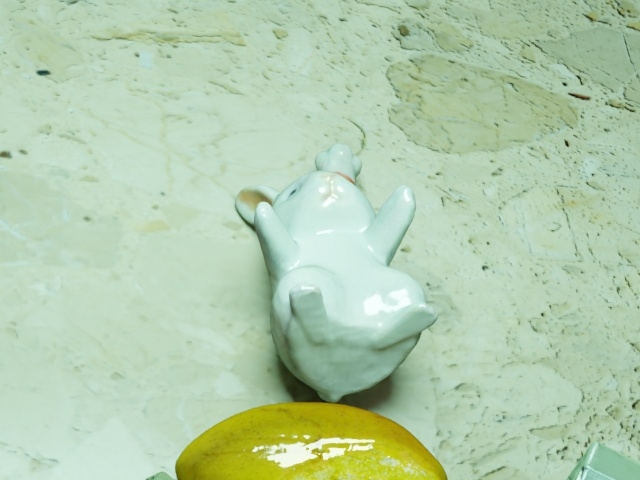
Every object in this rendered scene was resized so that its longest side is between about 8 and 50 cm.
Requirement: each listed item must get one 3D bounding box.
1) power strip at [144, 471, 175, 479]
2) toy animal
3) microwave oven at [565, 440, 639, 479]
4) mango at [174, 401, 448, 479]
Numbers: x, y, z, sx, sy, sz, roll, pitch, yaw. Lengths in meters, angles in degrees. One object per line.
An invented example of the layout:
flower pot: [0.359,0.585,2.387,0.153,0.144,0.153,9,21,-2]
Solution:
power strip: [-0.095,0.246,1.292,0.169,0.076,0.028,39,12,12]
toy animal: [0.003,-0.003,1.477,0.140,0.138,0.282,0,52,-13]
microwave oven: [0.155,0.345,1.105,0.218,0.355,0.286,28,50,5]
mango: [-0.008,0.197,1.342,0.217,0.102,0.141,9,76,-6]
